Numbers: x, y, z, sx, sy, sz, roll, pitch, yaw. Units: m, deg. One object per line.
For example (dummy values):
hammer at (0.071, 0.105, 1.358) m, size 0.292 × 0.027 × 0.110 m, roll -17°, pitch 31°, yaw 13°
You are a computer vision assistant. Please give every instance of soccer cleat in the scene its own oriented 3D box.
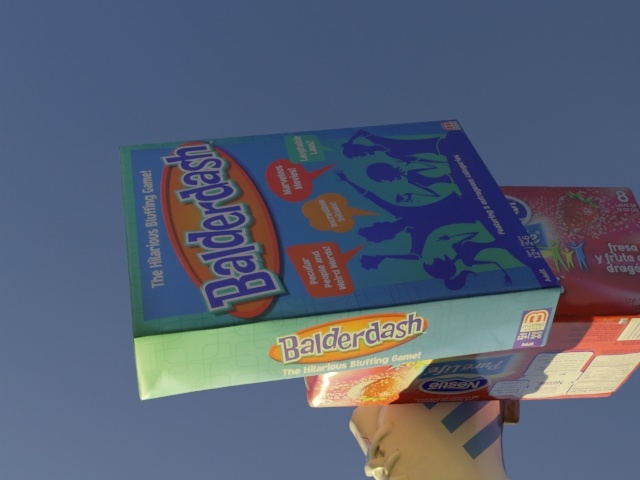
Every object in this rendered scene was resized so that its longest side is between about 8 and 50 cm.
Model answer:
soccer cleat at (0.089, 0.198, 0.687) m, size 0.143 × 0.331 × 0.116 m, roll 12°, pitch -60°, yaw -4°

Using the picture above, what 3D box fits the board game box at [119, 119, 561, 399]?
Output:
board game box at (0.000, 0.000, 0.479) m, size 0.210 × 0.160 × 0.047 m, roll -7°, pitch -49°, yaw -11°

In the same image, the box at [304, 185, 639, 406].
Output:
box at (0.115, 0.042, 0.663) m, size 0.256 × 0.123 × 0.128 m, roll 0°, pitch -38°, yaw -11°
